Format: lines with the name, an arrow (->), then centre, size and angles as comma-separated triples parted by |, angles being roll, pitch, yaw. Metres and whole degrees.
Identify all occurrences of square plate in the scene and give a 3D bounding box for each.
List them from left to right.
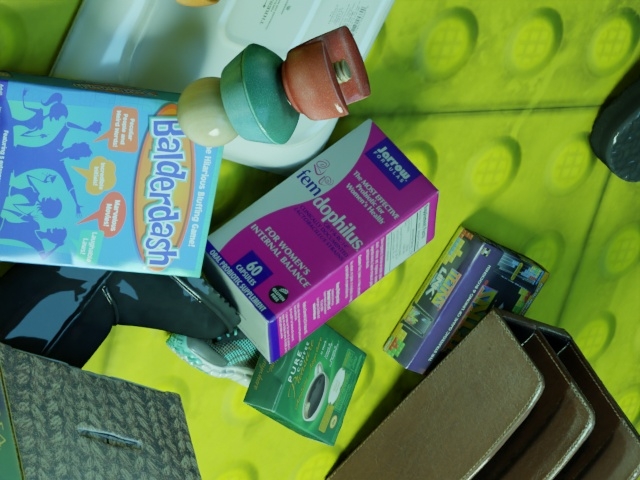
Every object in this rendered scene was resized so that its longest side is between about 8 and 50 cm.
square plate -> -0.050, -0.228, 1.643 | 0.344, 0.049, 0.347 | 12, 110, -45

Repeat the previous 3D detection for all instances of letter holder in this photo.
letter holder -> 0.189, 0.263, 2.030 | 0.152, 0.214, 0.302 | 18, 122, -47

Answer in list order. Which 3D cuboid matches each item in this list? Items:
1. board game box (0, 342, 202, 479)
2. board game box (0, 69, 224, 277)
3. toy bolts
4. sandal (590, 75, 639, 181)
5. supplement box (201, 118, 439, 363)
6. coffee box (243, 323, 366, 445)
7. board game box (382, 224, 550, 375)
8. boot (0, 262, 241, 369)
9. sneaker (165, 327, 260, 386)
board game box -> -0.288, 0.242, 1.613 | 0.291, 0.141, 0.232 | -35, 145, 26
board game box -> -0.194, -0.056, 1.560 | 0.210, 0.047, 0.160 | 5, 106, -23
toy bolts -> -0.064, -0.192, 1.519 | 0.218, 0.158, 0.229 | -32, 105, -70
sandal -> 0.483, -0.252, 2.076 | 0.445, 0.107, 0.167 | -38, 140, 4
supplement box -> 0.000, 0.000, 1.782 | 0.220, 0.111, 0.114 | -37, 160, -17
coffee box -> -0.014, 0.144, 1.895 | 0.184, 0.040, 0.113 | 38, 70, -64
board game box -> 0.169, 0.081, 2.061 | 0.141, 0.048, 0.170 | 21, 103, -49
boot -> -0.213, 0.081, 1.683 | 0.207, 0.094, 0.246 | -51, 132, -5
sneaker -> -0.093, 0.102, 1.842 | 0.166, 0.065, 0.076 | 23, 94, -56
